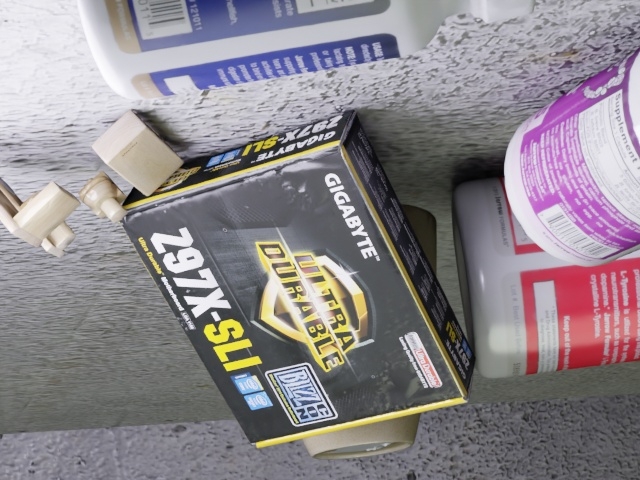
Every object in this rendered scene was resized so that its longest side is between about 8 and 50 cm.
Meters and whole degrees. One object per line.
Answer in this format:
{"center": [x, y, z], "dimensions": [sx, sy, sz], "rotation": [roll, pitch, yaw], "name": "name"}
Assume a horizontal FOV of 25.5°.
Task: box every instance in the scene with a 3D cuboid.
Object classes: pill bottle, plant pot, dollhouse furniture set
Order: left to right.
{"center": [-0.243, -0.083, 1.341], "dimensions": [0.151, 0.123, 0.144], "rotation": [-43, 161, 0], "name": "dollhouse furniture set"}
{"center": [-0.009, -0.179, 0.867], "dimensions": [0.264, 0.153, 0.153], "rotation": [-8, 164, 5], "name": "pill bottle"}
{"center": [0.033, 0.123, 1.739], "dimensions": [0.256, 0.274, 0.256], "rotation": [-6, 164, -2], "name": "plant pot"}
{"center": [0.362, 0.021, 1.597], "dimensions": [0.407, 0.229, 0.229], "rotation": [-7, 164, 3], "name": "pill bottle"}
{"center": [0.314, -0.093, 1.287], "dimensions": [0.169, 0.169, 0.301], "rotation": [2, 162, -28], "name": "pill bottle"}

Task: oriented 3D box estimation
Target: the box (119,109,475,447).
{"center": [-0.020, 0.050, 1.447], "dimensions": [0.257, 0.079, 0.322], "rotation": [-14, 119, 24], "name": "box"}
